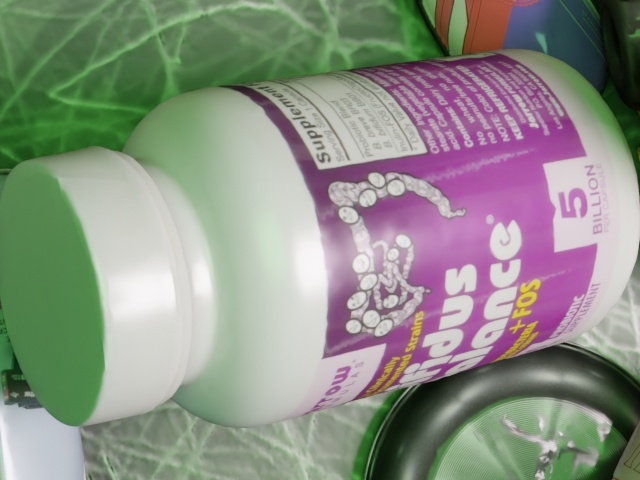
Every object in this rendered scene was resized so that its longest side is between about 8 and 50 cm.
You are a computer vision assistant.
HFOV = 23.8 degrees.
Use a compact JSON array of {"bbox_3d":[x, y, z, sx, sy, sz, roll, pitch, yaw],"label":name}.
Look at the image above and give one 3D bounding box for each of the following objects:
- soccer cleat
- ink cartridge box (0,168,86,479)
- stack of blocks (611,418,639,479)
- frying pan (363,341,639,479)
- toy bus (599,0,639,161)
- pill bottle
[{"bbox_3d":[0.094,-0.219,0.856,0.109,0.116,0.318,-14,90,-3],"label":"soccer cleat"},{"bbox_3d":[-0.201,0.127,0.816,0.065,0.186,0.311,-3,87,-47],"label":"ink cartridge box"},{"bbox_3d":[0.217,0.231,0.844,0.171,0.087,0.297,29,88,-22],"label":"stack of blocks"},{"bbox_3d":[0.069,0.188,0.887,0.326,0.053,0.197,-32,91,-6],"label":"frying pan"},{"bbox_3d":[0.243,-0.042,0.815,0.150,0.220,0.211,-9,118,0],"label":"toy bus"},{"bbox_3d":[0.000,0.000,0.767,0.302,0.169,0.169,-12,90,-31],"label":"pill bottle"}]
